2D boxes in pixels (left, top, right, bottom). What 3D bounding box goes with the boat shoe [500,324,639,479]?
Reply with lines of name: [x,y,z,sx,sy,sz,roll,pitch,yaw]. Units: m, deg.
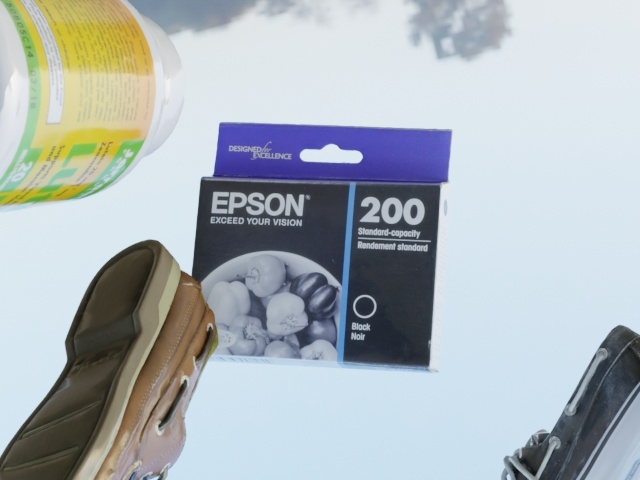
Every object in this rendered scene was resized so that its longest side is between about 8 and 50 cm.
boat shoe: [0.226,0.219,1.420,0.105,0.306,0.113,39,-155,26]

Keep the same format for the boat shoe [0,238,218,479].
boat shoe: [-0.145,0.138,1.102,0.111,0.104,0.307,-15,-142,38]

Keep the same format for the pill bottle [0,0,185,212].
pill bottle: [-0.171,-0.086,0.855,0.136,0.136,0.246,-11,-178,20]

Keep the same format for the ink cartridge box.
ink cartridge box: [0.000,0.000,1.245,0.206,0.208,0.045,2,169,11]
